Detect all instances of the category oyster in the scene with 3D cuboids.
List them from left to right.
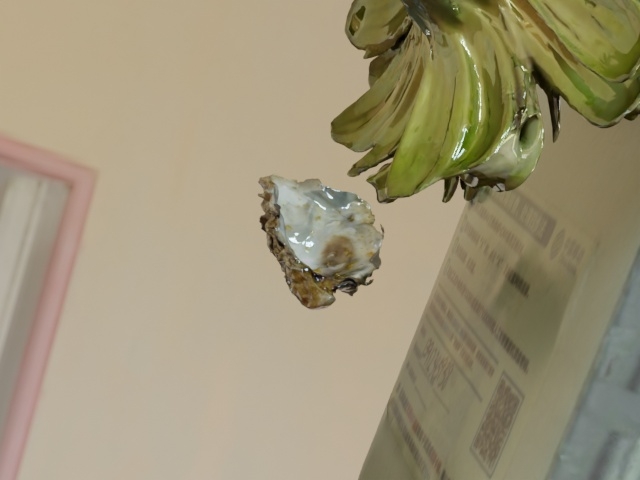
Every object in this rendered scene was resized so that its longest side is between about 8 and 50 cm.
[{"bbox_3d":[-0.006,0.004,1.279,0.103,0.051,0.148,25,23,-7],"label":"oyster"}]

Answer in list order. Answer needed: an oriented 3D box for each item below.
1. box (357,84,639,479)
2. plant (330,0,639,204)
[{"bbox_3d":[0.145,0.087,1.163,0.111,0.396,0.396,19,9,-11],"label":"box"},{"bbox_3d":[0.072,-0.174,0.920,0.297,0.306,0.261,31,19,12],"label":"plant"}]
